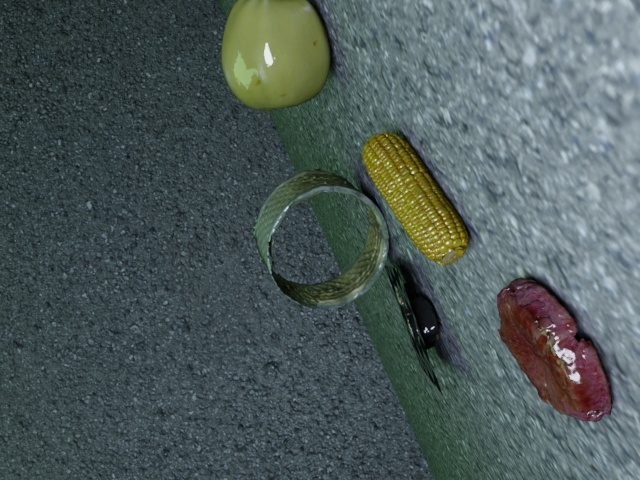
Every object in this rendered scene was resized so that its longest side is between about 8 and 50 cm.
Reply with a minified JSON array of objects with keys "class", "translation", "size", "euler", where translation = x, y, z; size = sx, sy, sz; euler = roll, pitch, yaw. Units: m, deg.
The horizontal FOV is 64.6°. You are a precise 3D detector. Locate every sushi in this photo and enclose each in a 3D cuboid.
[{"class":"sushi","translation":[0.192,0.149,0.965],"size":[0.219,0.047,0.232],"euler":[46,-156,-88]}]

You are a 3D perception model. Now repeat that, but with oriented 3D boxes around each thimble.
[{"class":"thimble","translation":[0.000,0.000,1.059],"size":[0.150,0.270,0.271],"euler":[-128,15,-67]}]

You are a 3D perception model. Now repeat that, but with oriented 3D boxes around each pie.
[{"class":"pie","translation":[0.213,0.105,0.479],"size":[0.153,0.038,0.154],"euler":[155,90,-88]}]

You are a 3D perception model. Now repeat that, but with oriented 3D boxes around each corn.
[{"class":"corn","translation":[0.116,-0.058,0.634],"size":[0.207,0.068,0.068],"euler":[61,174,28]}]

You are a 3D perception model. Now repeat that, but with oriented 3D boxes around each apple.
[{"class":"apple","translation":[-0.072,-0.312,0.846],"size":[0.200,0.199,0.200],"euler":[156,90,-86]}]
